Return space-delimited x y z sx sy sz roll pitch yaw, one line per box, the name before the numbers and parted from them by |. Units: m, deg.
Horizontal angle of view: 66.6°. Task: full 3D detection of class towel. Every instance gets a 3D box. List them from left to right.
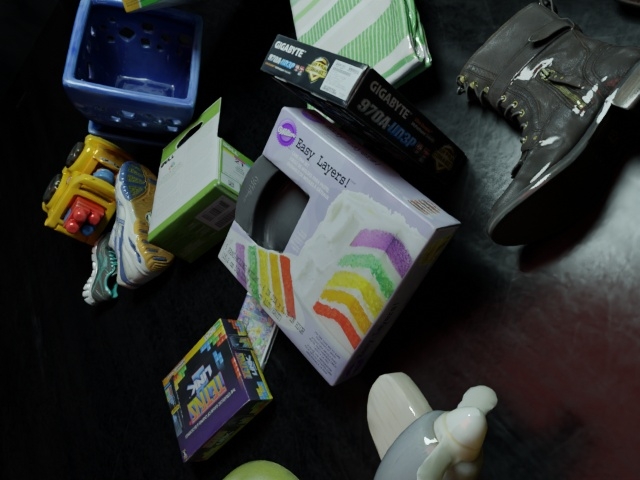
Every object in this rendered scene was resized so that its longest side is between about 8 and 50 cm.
towel | 0.041 -0.351 0.767 0.248 0.038 0.324 -26 67 45

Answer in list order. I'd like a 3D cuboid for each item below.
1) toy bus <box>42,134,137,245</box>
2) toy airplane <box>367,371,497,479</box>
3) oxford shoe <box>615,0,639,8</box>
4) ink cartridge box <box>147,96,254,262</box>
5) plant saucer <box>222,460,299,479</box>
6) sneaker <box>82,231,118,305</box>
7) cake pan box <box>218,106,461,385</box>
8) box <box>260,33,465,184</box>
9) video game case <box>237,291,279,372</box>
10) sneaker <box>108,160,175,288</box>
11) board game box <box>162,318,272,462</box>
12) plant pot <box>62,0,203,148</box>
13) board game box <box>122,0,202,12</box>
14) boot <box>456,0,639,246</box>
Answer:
toy bus | -0.512 -0.101 1.086 0.220 0.150 0.211 -54 33 7
toy airplane | 0.152 0.297 0.297 0.386 0.273 0.383 2 74 41
oxford shoe | 0.391 -0.281 0.456 0.227 0.096 0.082 11 82 44
ink cartridge box | -0.215 -0.117 0.908 0.189 0.097 0.255 -33 43 27
plant saucer | -0.092 0.412 0.619 0.241 0.037 0.240 -16 62 34
sneaker | -0.464 0.062 1.078 0.076 0.065 0.166 -4 73 22
cake pan box | 0.000 0.000 0.608 0.267 0.070 0.245 45 119 27
box | 0.056 -0.158 0.604 0.175 0.220 0.051 40 102 44
video game case | -0.105 0.148 0.758 0.087 0.011 0.121 14 82 43
sneaker | -0.397 -0.038 1.016 0.131 0.112 0.296 -38 51 23
board game box | -0.162 0.226 0.737 0.170 0.048 0.141 -47 50 21
plant pot | -0.372 -0.330 1.014 0.212 0.236 0.235 125 148 -64
board game box | -0.180 -0.501 0.916 0.242 0.317 0.064 12 124 43
boot | 0.232 -0.142 0.554 0.263 0.091 0.229 -48 43 10
